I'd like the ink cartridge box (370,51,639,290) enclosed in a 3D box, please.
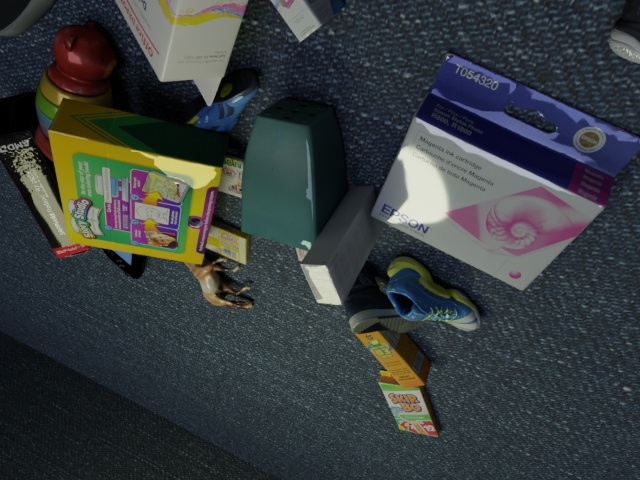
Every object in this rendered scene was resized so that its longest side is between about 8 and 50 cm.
[{"bbox_3d":[0.283,-0.094,0.821,0.323,0.071,0.330,27,140,7],"label":"ink cartridge box"}]

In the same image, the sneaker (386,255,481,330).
[{"bbox_3d":[0.230,0.145,1.036,0.240,0.126,0.091,36,139,-2],"label":"sneaker"}]

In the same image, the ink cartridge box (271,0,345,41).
[{"bbox_3d":[-0.032,-0.378,0.727,0.052,0.089,0.122,-17,118,45],"label":"ink cartridge box"}]

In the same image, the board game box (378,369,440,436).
[{"bbox_3d":[0.257,0.474,1.408,0.124,0.039,0.260,-2,126,32],"label":"board game box"}]

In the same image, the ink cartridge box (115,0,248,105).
[{"bbox_3d":[-0.216,-0.395,0.745,0.207,0.119,0.353,58,142,18],"label":"ink cartridge box"}]

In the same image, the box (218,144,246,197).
[{"bbox_3d":[-0.191,-0.152,1.082,0.206,0.036,0.114,19,137,16],"label":"box"}]

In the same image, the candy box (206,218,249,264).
[{"bbox_3d":[-0.281,-0.013,1.278,0.205,0.027,0.105,22,137,12],"label":"candy box"}]

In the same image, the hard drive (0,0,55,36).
[{"bbox_3d":[-0.644,-0.530,0.989,0.254,0.054,0.172,-10,124,38],"label":"hard drive"}]

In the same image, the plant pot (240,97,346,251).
[{"bbox_3d":[-0.046,-0.135,0.924,0.165,0.166,0.235,16,127,18],"label":"plant pot"}]

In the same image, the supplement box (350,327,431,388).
[{"bbox_3d":[0.179,0.267,1.224,0.078,0.080,0.233,-26,111,42],"label":"supplement box"}]

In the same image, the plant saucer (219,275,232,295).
[{"bbox_3d":[-0.300,0.138,1.444,0.083,0.015,0.084,17,136,17],"label":"plant saucer"}]

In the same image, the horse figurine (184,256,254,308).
[{"bbox_3d":[-0.285,0.116,1.361,0.174,0.066,0.263,-4,130,25],"label":"horse figurine"}]

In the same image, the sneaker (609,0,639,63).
[{"bbox_3d":[0.468,-0.267,0.511,0.268,0.101,0.153,12,137,26],"label":"sneaker"}]

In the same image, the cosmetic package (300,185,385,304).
[{"bbox_3d":[0.049,0.002,0.927,0.060,0.239,0.099,3,131,30],"label":"cosmetic package"}]

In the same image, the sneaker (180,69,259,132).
[{"bbox_3d":[-0.183,-0.263,0.961,0.209,0.069,0.082,-19,145,35],"label":"sneaker"}]

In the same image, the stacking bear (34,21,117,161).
[{"bbox_3d":[-0.518,-0.320,1.047,0.164,0.175,0.289,29,130,-6],"label":"stacking bear"}]

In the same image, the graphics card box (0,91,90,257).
[{"bbox_3d":[-0.715,-0.163,1.264,0.233,0.094,0.371,-121,21,-44],"label":"graphics card box"}]

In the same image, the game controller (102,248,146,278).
[{"bbox_3d":[-0.584,-0.010,1.442,0.166,0.067,0.319,32,138,1],"label":"game controller"}]

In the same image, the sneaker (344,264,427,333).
[{"bbox_3d":[0.140,0.129,1.116,0.226,0.164,0.086,8,131,-34],"label":"sneaker"}]

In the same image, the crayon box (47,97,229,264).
[{"bbox_3d":[-0.386,-0.105,1.056,0.312,0.106,0.363,12,143,-13],"label":"crayon box"}]

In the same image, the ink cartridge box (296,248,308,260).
[{"bbox_3d":[0.000,0.000,1.091,0.180,0.060,0.104,9,134,25],"label":"ink cartridge box"}]
